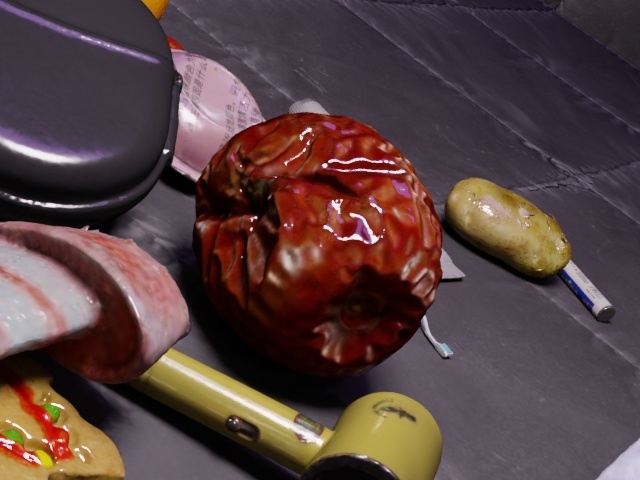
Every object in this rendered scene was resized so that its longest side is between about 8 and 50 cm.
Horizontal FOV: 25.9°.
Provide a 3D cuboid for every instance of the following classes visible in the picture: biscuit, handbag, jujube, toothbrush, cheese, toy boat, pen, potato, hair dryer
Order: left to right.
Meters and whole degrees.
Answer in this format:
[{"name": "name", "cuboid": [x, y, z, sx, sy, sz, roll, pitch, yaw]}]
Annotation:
[{"name": "biscuit", "cuboid": [-0.240, 0.123, 0.889, 0.212, 0.041, 0.238, 34, 22, 4]}, {"name": "toy boat", "cuboid": [-0.232, 0.054, 0.916, 0.206, 0.096, 0.282, 25, 24, 23]}, {"name": "handbag", "cuboid": [-0.245, -0.140, 1.235, 0.254, 0.093, 0.308, 16, 46, -17]}, {"name": "cheese", "cuboid": [-0.094, -0.111, 1.468, 0.286, 0.074, 0.189, 28, 43, -26]}, {"name": "hair dryer", "cuboid": [-0.043, 0.132, 1.063, 0.279, 0.090, 0.135, 26, 23, 6]}, {"name": "jujube", "cuboid": [0.000, 0.000, 1.206, 0.213, 0.213, 0.232, 13, 28, -36]}, {"name": "toothbrush", "cuboid": [0.099, 0.075, 1.425, 0.013, 0.011, 0.131, -2, 37, -31]}, {"name": "potato", "cuboid": [0.226, -0.015, 1.677, 0.170, 0.080, 0.107, 27, 11, -5]}, {"name": "pen", "cuboid": [0.303, 0.031, 1.742, 0.025, 0.025, 0.204, 13, 28, -36]}]

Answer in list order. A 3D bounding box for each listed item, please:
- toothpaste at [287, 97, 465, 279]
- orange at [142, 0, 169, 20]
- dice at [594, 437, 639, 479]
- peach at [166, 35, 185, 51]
[{"name": "toothpaste", "cuboid": [0.051, -0.057, 1.587, 0.099, 0.068, 0.282, -23, 59, -29]}, {"name": "orange", "cuboid": [-0.272, -0.294, 1.458, 0.246, 0.246, 0.246, 25, 24, -12]}, {"name": "dice", "cuboid": [0.265, 0.280, 0.879, 0.271, 0.270, 0.270, 42, 26, 25]}, {"name": "peach", "cuboid": [-0.185, -0.202, 1.584, 0.098, 0.061, 0.098, 29, 16, -9]}]
